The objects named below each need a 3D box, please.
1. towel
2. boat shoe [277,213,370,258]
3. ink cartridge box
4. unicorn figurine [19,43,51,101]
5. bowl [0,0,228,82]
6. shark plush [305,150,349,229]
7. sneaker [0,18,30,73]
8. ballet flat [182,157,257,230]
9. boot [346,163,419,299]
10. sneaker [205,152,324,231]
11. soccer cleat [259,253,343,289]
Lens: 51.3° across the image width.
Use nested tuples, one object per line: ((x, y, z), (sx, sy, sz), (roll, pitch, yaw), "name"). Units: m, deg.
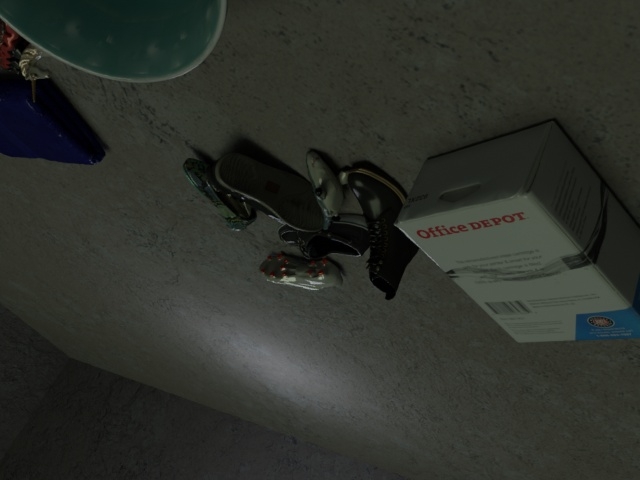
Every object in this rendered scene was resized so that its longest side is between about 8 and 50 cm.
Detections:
((-0.608, -0.249, 1.362), (0.309, 0.076, 0.227), (10, 155, 29), "towel")
((0.000, 0.000, 1.231), (0.229, 0.076, 0.080), (4, 144, 38), "boat shoe")
((0.293, 0.005, 0.923), (0.307, 0.129, 0.223), (41, 150, -25), "ink cartridge box")
((-0.415, -0.309, 1.031), (0.060, 0.111, 0.161), (51, 152, 26), "unicorn figurine")
((-0.224, -0.343, 0.720), (0.312, 0.163, 0.311), (12, 146, 8), "bowl")
((0.012, -0.080, 1.119), (0.067, 0.073, 0.161), (36, 164, 30), "shark plush")
((-0.493, -0.369, 1.018), (0.135, 0.097, 0.276), (30, 150, -6), "sneaker")
((-0.182, -0.094, 1.264), (0.070, 0.070, 0.188), (4, 146, 37), "ballet flat")
((0.092, -0.012, 1.064), (0.077, 0.137, 0.198), (-8, 135, 48), "boot")
((-0.094, -0.088, 1.188), (0.222, 0.083, 0.118), (30, 172, -20), "sneaker")
((-0.044, 0.073, 1.411), (0.196, 0.068, 0.076), (2, 147, 34), "soccer cleat")
